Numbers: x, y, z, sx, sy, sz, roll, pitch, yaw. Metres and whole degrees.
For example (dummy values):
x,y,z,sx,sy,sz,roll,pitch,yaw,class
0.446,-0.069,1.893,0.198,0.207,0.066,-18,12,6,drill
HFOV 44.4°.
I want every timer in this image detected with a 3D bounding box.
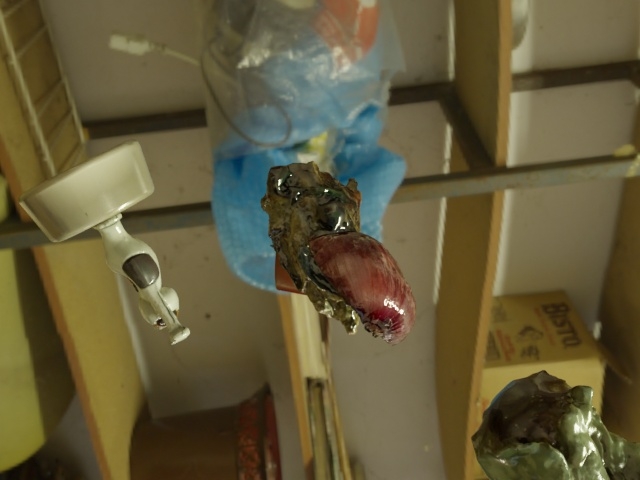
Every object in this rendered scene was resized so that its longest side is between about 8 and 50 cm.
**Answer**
x,y,z,sx,sy,sz,roll,pitch,yaw,class
-0.267,0.016,1.077,0.266,0.175,0.175,63,5,-12,timer

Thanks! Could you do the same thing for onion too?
x,y,z,sx,sy,sz,roll,pitch,yaw,class
0.070,0.050,1.413,0.283,0.120,0.227,50,2,43,onion

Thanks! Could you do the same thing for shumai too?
x,y,z,sx,sy,sz,roll,pitch,yaw,class
0.410,0.382,1.291,0.324,0.397,0.323,-15,-81,61,shumai

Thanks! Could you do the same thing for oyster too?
x,y,z,sx,sy,sz,roll,pitch,yaw,class
-0.001,0.011,1.576,0.096,0.221,0.361,140,-55,-72,oyster

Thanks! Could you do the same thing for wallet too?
x,y,z,sx,sy,sz,roll,pitch,yaw,class
-0.027,0.075,2.018,0.045,0.204,0.142,-12,106,-53,wallet
